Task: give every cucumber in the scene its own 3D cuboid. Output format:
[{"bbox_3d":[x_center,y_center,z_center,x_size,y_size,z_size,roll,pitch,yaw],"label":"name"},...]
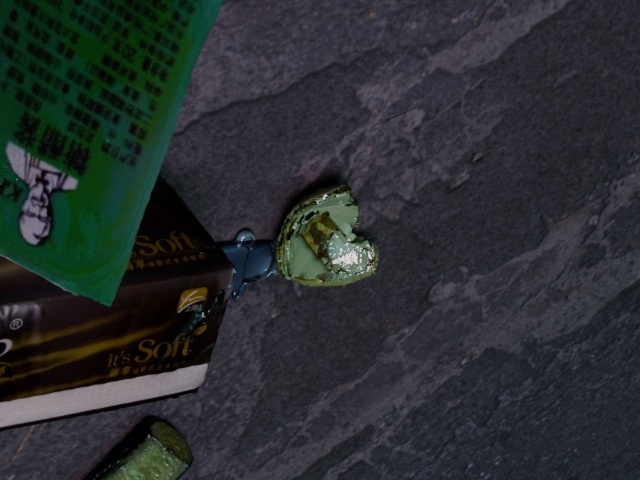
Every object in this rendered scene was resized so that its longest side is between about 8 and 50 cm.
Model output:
[{"bbox_3d":[-0.243,0.297,2.134,0.078,0.062,0.211,42,104,-15],"label":"cucumber"}]

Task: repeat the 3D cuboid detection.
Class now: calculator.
[{"bbox_3d":[-0.103,0.030,2.028,0.141,0.019,0.094,-11,132,-31],"label":"calculator"}]

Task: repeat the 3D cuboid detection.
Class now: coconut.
[{"bbox_3d":[-0.001,-0.004,2.043,0.133,0.055,0.158,-27,139,-17],"label":"coconut"}]

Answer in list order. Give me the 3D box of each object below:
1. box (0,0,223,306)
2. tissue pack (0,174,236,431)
[{"bbox_3d":[-0.246,-0.141,1.637,0.264,0.106,0.336,33,72,-47],"label":"box"},{"bbox_3d":[-0.289,0.063,1.779,0.370,0.210,0.198,-9,127,-32],"label":"tissue pack"}]
